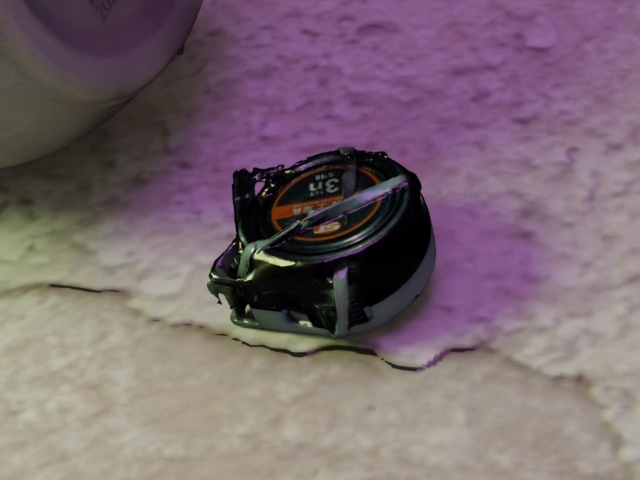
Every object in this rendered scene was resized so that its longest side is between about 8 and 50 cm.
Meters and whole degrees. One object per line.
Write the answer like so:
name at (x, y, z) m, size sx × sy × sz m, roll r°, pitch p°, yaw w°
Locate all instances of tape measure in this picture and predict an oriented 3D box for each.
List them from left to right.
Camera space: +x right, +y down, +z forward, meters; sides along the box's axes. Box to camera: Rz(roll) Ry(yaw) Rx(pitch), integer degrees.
tape measure at (0.002, 0.000, 0.828) m, size 0.094 × 0.054 × 0.091 m, roll -5°, pitch 42°, yaw 16°

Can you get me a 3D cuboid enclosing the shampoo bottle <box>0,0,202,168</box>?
shampoo bottle at (-0.208, -0.167, 0.898) m, size 0.266 × 0.273 × 0.273 m, roll 4°, pitch 42°, yaw 30°
